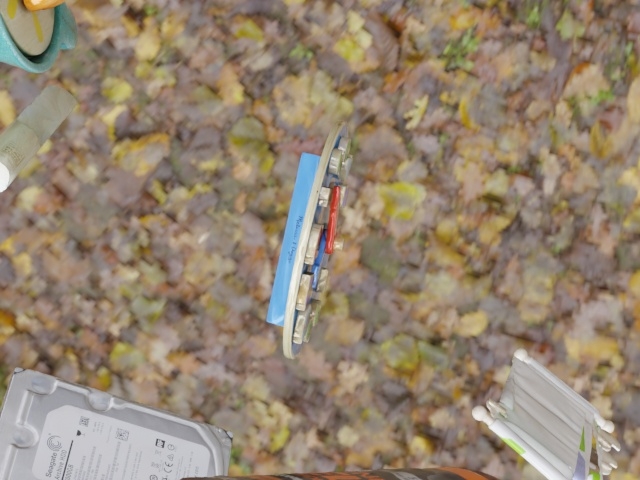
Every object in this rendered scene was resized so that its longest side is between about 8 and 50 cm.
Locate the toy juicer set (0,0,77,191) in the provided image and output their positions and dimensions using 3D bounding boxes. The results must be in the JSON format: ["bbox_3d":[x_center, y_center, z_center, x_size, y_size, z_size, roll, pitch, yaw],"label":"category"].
[{"bbox_3d":[-0.222,-0.159,0.930,0.090,0.209,0.329,-7,135,10],"label":"toy juicer set"}]

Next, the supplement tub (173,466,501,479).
[{"bbox_3d":[0.019,0.138,0.494,0.106,0.198,0.106,-8,79,49],"label":"supplement tub"}]

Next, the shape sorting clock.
[{"bbox_3d":[0.000,0.000,1.128,0.040,0.206,0.206,13,120,10],"label":"shape sorting clock"}]

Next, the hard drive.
[{"bbox_3d":[-0.299,0.326,1.878,0.339,0.237,0.064,19,132,-12],"label":"hard drive"}]

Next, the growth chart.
[{"bbox_3d":[0.258,0.202,1.468,0.172,0.237,0.021,43,113,4],"label":"growth chart"}]
